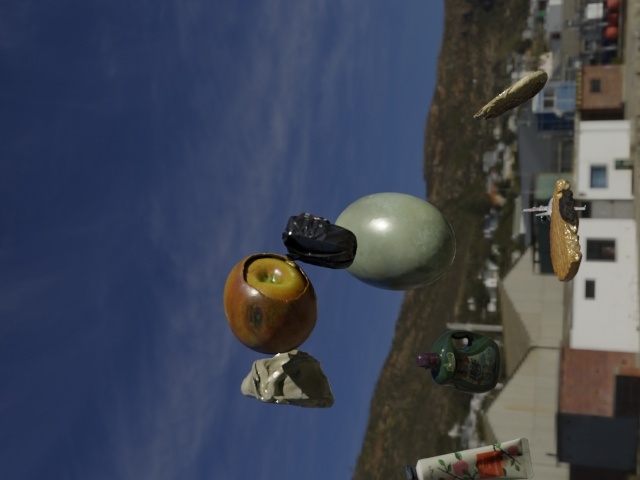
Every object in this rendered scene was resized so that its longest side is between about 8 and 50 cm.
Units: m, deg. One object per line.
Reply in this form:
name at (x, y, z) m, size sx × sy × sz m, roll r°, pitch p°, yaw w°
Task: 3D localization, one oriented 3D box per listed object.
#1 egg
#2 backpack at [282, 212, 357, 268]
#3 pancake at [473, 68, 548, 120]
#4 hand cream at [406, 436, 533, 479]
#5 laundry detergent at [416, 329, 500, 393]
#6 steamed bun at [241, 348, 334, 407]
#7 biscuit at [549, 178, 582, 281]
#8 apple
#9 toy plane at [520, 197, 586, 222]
egg at (0.189, 0.003, 2.058) m, size 0.259 × 0.352 × 0.258 m, roll -5°, pitch -84°, yaw -50°
backpack at (0.002, 0.002, 1.767) m, size 0.120 × 0.165 × 0.105 m, roll 86°, pitch -164°, yaw -63°
pancake at (0.344, -0.255, 1.412) m, size 0.028 × 0.158 × 0.158 m, roll 60°, pitch -161°, yaw 7°
hand cream at (0.278, 0.424, 1.468) m, size 0.050 × 0.234 × 0.080 m, roll -97°, pitch -2°, yaw -88°
laundry detergent at (0.316, 0.276, 1.825) m, size 0.222 × 0.078 × 0.144 m, roll 16°, pitch -105°, yaw -29°
steamed bun at (-0.082, 0.343, 1.998) m, size 0.211 × 0.218 × 0.144 m, roll 9°, pitch -95°, yaw -26°
biscuit at (0.487, -0.002, 1.563) m, size 0.144 × 0.033 × 0.224 m, roll 87°, pitch -172°, yaw -46°
apple at (-0.119, 0.142, 1.812) m, size 0.237 × 0.237 × 0.207 m, roll -58°, pitch -35°, yaw -56°
toy plane at (0.611, -0.079, 2.055) m, size 0.171 × 0.162 × 0.065 m, roll -11°, pitch -81°, yaw -70°
